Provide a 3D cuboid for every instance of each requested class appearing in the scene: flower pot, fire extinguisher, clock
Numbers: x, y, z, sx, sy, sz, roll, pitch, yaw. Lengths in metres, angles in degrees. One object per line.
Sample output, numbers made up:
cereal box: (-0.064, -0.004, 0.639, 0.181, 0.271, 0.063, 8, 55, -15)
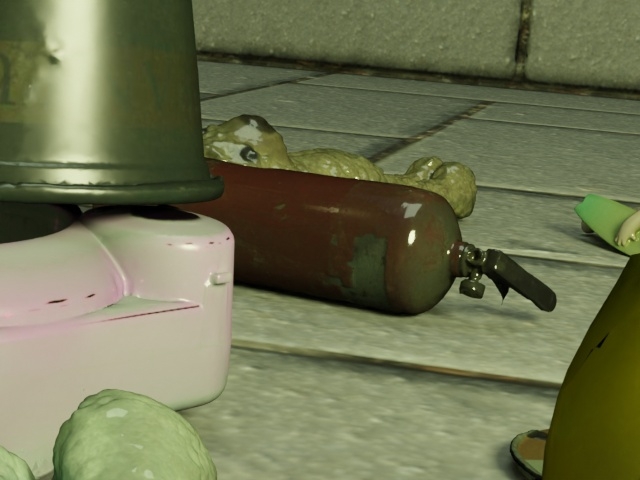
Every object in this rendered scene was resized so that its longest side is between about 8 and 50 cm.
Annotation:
flower pot: (-0.115, -0.072, 0.612, 0.157, 0.107, 0.157, 4, 4, 0)
fire extinguisher: (0.000, 0.000, 0.859, 0.268, 0.072, 0.089, 10, -22, 28)
clock: (-0.183, 0.025, 0.586, 0.248, 0.090, 0.227, 11, 11, 40)

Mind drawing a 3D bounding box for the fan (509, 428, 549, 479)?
fan: (0.124, 0.095, 0.539, 0.152, 0.008, 0.227, 13, 12, 34)

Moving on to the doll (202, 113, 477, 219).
doll: (0.013, -0.037, 1.047, 0.286, 0.091, 0.202, 9, 16, -26)

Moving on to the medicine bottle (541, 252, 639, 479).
medicine bottle: (0.170, 0.066, 0.351, 0.239, 0.124, 0.124, 8, 9, -12)

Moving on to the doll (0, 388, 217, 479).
doll: (-0.122, 0.081, 0.341, 0.214, 0.071, 0.103, -7, 26, -20)

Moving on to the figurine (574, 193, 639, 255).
figurine: (0.251, -0.020, 1.063, 0.083, 0.083, 0.187, 0, 1, -21)
